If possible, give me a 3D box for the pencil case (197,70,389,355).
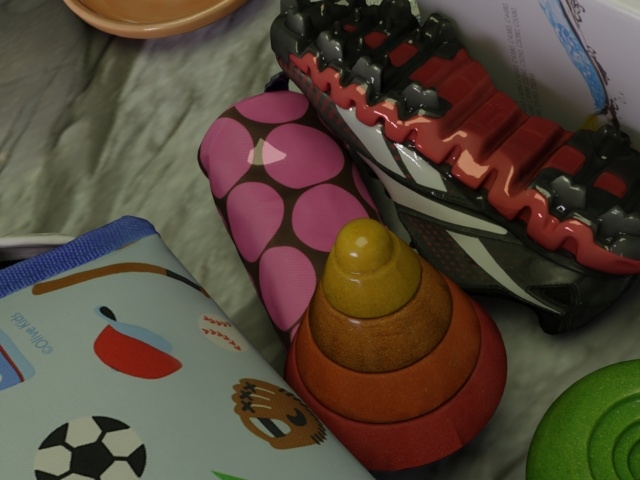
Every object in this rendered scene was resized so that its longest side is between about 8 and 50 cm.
[{"bbox_3d":[0.000,0.000,0.767,0.098,0.095,0.209,-14,59,-20],"label":"pencil case"}]

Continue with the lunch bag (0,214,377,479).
[{"bbox_3d":[-0.153,0.203,0.547,0.385,0.239,0.328,-25,52,-28],"label":"lunch bag"}]

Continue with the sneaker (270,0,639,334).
[{"bbox_3d":[0.074,-0.043,0.730,0.276,0.135,0.097,36,47,17],"label":"sneaker"}]

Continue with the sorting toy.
[{"bbox_3d":[0.132,0.073,0.561,0.365,0.126,0.127,21,60,27],"label":"sorting toy"}]

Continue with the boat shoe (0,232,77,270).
[{"bbox_3d":[-0.257,0.044,0.814,0.267,0.088,0.096,-4,62,14],"label":"boat shoe"}]

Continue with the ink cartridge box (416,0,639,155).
[{"bbox_3d":[0.217,-0.147,0.716,0.270,0.197,0.198,32,75,28],"label":"ink cartridge box"}]

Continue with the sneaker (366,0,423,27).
[{"bbox_3d":[0.043,-0.260,0.871,0.110,0.122,0.283,-8,61,12],"label":"sneaker"}]

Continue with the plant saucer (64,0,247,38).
[{"bbox_3d":[-0.110,-0.233,0.951,0.200,0.037,0.200,-7,62,12],"label":"plant saucer"}]
